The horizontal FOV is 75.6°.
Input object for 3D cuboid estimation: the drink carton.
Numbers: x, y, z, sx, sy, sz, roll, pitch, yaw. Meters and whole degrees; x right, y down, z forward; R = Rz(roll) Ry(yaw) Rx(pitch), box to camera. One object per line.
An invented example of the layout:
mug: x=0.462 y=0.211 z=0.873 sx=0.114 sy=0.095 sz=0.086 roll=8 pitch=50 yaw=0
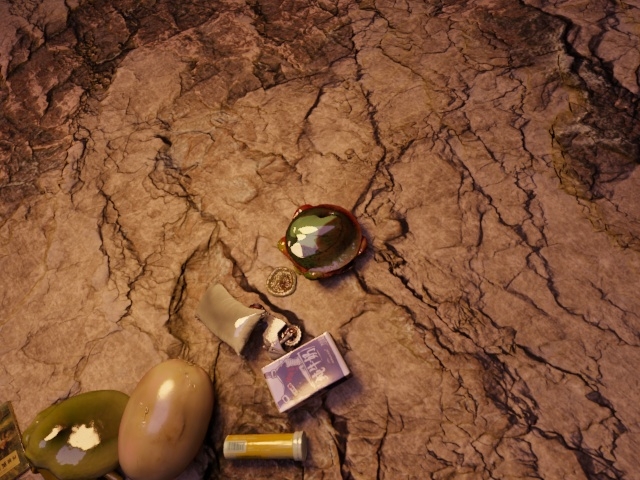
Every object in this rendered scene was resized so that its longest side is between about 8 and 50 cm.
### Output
drink carton: x=-0.037 y=0.373 z=1.161 sx=0.222 sy=0.102 sz=0.134 roll=-29 pitch=67 yaw=-2

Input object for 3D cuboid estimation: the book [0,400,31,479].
book: x=-0.979 y=0.630 z=1.243 sx=0.160 sy=0.024 sz=0.228 roll=-36 pitch=65 yaw=-10

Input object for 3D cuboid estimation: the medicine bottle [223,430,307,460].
medicine bottle: x=-0.148 y=0.555 z=1.112 sx=0.217 sy=0.074 sz=0.074 roll=-5 pitch=65 yaw=9

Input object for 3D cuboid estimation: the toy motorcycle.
toy motorcycle: x=-0.153 y=0.277 z=1.238 sx=0.215 sy=0.080 sz=0.123 roll=23 pitch=73 yaw=30

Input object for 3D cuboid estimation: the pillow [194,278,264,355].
pillow: x=-0.281 y=0.223 z=1.249 sx=0.253 sy=0.078 sz=0.144 roll=25 pitch=73 yaw=40

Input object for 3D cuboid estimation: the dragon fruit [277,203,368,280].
dragon fruit: x=0.000 y=0.000 z=1.310 sx=0.294 sy=0.130 sz=0.269 roll=-8 pitch=70 yaw=5

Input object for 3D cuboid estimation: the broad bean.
broad bean: x=-0.637 y=0.529 z=1.126 sx=0.290 sy=0.119 sz=0.238 roll=-3 pitch=46 yaw=-34

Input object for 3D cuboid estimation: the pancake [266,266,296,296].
pancake: x=-0.127 y=0.131 z=1.328 sx=0.107 sy=0.017 sz=0.108 roll=-2 pitch=68 yaw=5

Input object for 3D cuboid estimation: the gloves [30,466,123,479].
gloves: x=-0.647 y=0.689 z=1.133 sx=0.294 sy=0.116 sz=0.133 roll=38 pitch=104 yaw=13

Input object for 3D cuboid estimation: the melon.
melon: x=-0.409 y=0.474 z=1.106 sx=0.222 sy=0.223 sz=0.318 roll=10 pitch=70 yaw=14
